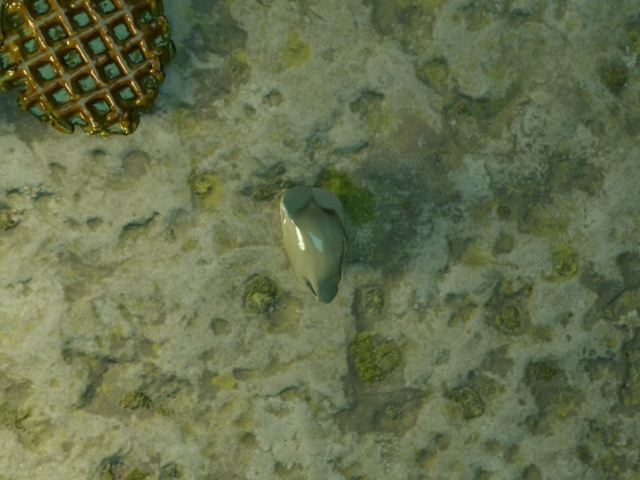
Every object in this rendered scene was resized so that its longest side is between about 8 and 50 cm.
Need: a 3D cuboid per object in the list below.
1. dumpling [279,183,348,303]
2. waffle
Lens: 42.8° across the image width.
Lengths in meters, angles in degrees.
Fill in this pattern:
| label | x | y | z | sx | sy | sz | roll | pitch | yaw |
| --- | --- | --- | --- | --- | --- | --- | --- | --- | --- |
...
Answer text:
| label | x | y | z | sx | sy | sz | roll | pitch | yaw |
| --- | --- | --- | --- | --- | --- | --- | --- | --- | --- |
| dumpling | 0.000 | 0.000 | 1.534 | 0.151 | 0.124 | 0.228 | -28 | 110 | -47 |
| waffle | -0.405 | -0.344 | 1.416 | 0.302 | 0.068 | 0.324 | 14 | 93 | -15 |
